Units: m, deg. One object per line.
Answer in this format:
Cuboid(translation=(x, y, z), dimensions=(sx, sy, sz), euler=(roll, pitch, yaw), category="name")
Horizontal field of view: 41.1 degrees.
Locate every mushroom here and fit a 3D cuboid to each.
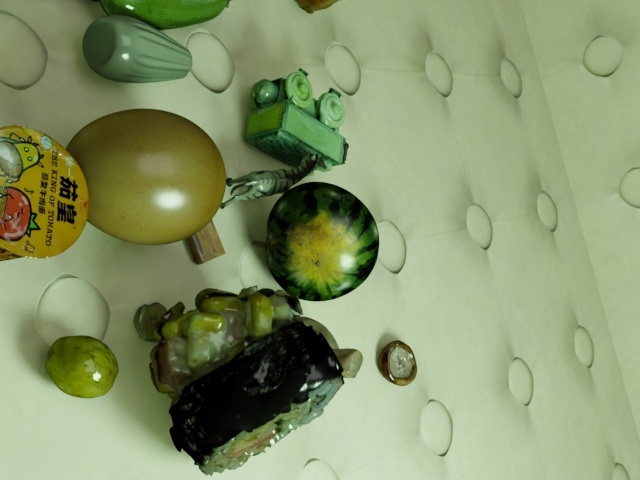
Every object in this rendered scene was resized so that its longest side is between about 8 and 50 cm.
Cuboid(translation=(0.195, 0.312, 2.164), dimensions=(0.123, 0.052, 0.123), euler=(15, 67, -37), category="mushroom")
Cuboid(translation=(-0.013, 0.263, 1.818), dimensions=(0.207, 0.215, 0.207), euler=(14, 72, -52), category="mushroom")

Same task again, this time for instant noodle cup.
Cuboid(translation=(-0.512, -0.059, 1.385), dimensions=(0.216, 0.172, 0.216), euler=(20, 63, -45), category="instant noodle cup")

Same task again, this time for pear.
Cuboid(translation=(-0.407, 0.218, 1.464), dimensions=(0.131, 0.107, 0.107), euler=(36, 52, -26), category="pear")

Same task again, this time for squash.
Cuboid(translation=(-0.315, -0.506, 1.817), dimensions=(0.395, 0.107, 0.107), euler=(-27, 97, -54), category="squash")

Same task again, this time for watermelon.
Cuboid(translation=(0.002, 0.001, 1.883), dimensions=(0.269, 0.269, 0.269), euler=(20, 63, -44), category="watermelon")

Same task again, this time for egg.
Cuboid(translation=(-0.320, -0.117, 1.562), dimensions=(0.322, 0.250, 0.250), euler=(8, 71, -53), category="egg")

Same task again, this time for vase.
Cuboid(translation=(-0.357, -0.376, 1.720), dimensions=(0.248, 0.128, 0.128), euler=(-3, 79, -59), category="vase")

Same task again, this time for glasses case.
Cuboid(translation=(-0.261, -0.038, 1.771), dimensions=(0.064, 0.041, 0.170), euler=(-25, 97, -39), category="glasses case")

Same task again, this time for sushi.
Cuboid(translation=(-0.150, 0.245, 1.609), dimensions=(0.285, 0.328, 0.329), euler=(55, -5, 19), category="sushi")

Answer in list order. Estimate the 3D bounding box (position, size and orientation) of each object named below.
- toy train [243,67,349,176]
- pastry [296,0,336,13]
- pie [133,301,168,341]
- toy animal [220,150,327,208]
Cuboid(translation=(-0.056, -0.277, 2.008), dimensions=(0.271, 0.159, 0.188), euler=(25, 65, -45), category="toy train")
Cuboid(translation=(-0.009, -0.698, 2.186), dimensions=(0.100, 0.218, 0.229), euler=(-36, 140, -52), category="pastry")
Cuboid(translation=(-0.323, 0.159, 1.646), dimensions=(0.084, 0.020, 0.084), euler=(19, 63, -42), category="pie")
Cuboid(translation=(-0.107, -0.134, 1.876), dimensions=(0.217, 0.176, 0.073), euler=(-23, 94, -49), category="toy animal")
